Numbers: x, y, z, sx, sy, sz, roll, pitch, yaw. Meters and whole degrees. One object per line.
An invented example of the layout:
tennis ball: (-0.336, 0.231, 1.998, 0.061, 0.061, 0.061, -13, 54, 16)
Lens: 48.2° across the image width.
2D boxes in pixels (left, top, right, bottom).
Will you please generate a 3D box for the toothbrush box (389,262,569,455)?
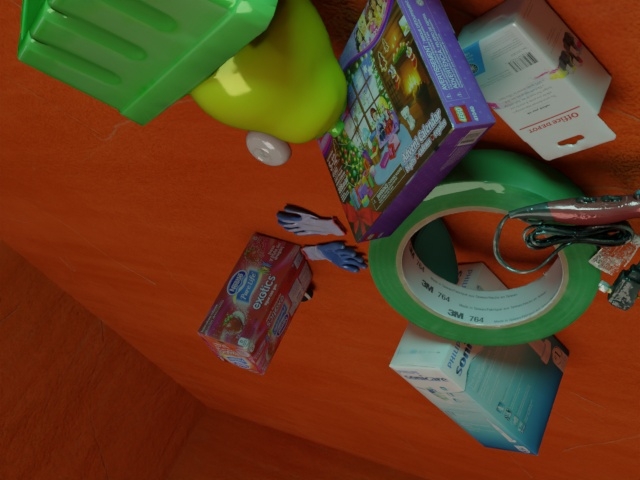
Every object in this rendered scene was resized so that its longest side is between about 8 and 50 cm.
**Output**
toothbrush box: (0.292, 0.212, 1.279, 0.295, 0.216, 0.126, 42, 151, -27)

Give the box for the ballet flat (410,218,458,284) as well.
ballet flat: (0.138, -0.031, 1.147, 0.096, 0.095, 0.280, 14, 142, 47)

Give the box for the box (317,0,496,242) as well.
box: (0.080, -0.146, 0.863, 0.057, 0.201, 0.293, -12, 160, -23)

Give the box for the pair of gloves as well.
pair of gloves: (0.000, 0.000, 1.402, 0.159, 0.023, 0.198, 5, 146, 39)

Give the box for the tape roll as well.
tape roll: (0.232, 0.020, 1.029, 0.321, 0.077, 0.321, 10, 134, 11)

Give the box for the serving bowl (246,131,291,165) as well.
serving bowl: (-0.092, -0.153, 1.207, 0.083, 0.027, 0.083, 22, 153, 12)

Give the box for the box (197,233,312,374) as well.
box: (-0.130, 0.131, 1.498, 0.122, 0.257, 0.128, 14, 151, 23)

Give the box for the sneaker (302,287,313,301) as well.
sneaker: (-0.114, 0.137, 1.676, 0.234, 0.097, 0.084, -2, 142, 46)

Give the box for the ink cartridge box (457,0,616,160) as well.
ink cartridge box: (0.242, -0.178, 0.795, 0.181, 0.062, 0.104, 39, 152, -21)

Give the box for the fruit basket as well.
fruit basket: (-0.119, -0.267, 0.806, 0.391, 0.283, 0.392, 0, 170, 0)

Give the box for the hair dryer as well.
hair dryer: (0.363, -0.030, 0.838, 0.223, 0.080, 0.294, 20, 128, -13)
